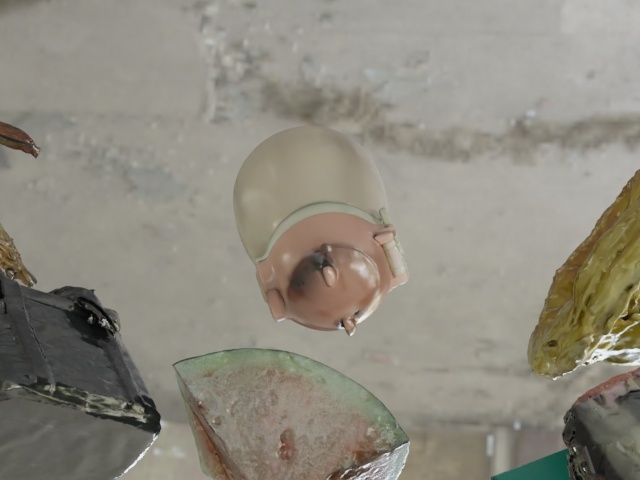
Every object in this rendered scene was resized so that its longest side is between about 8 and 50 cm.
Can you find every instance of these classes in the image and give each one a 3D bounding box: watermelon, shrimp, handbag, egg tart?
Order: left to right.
[{"bbox_3d":[-0.223,-0.027,1.027,0.091,0.127,0.025,-34,177,-17],"label":"shrimp"},{"bbox_3d":[-0.302,0.146,1.505,0.254,0.181,0.181,20,123,-46],"label":"handbag"},{"bbox_3d":[-0.039,0.244,1.607,0.256,0.176,0.260,14,150,8],"label":"watermelon"},{"bbox_3d":[0.330,0.011,1.420,0.132,0.341,0.341,38,152,5],"label":"egg tart"}]

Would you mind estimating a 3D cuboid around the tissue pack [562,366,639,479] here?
[{"bbox_3d":[0.233,0.251,0.793,0.123,0.245,0.332,-20,119,-8],"label":"tissue pack"}]

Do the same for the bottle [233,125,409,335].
[{"bbox_3d":[0.000,0.000,1.359,0.147,0.236,0.147,-3,115,-6],"label":"bottle"}]

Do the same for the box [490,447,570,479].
[{"bbox_3d":[0.284,0.258,1.350,0.245,0.092,0.153,-16,117,-19],"label":"box"}]
